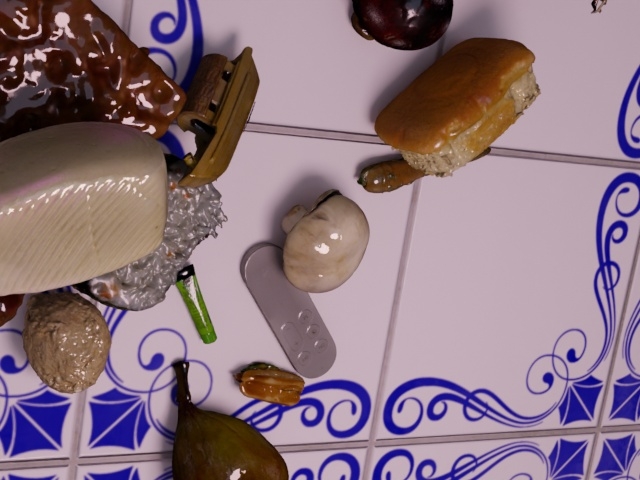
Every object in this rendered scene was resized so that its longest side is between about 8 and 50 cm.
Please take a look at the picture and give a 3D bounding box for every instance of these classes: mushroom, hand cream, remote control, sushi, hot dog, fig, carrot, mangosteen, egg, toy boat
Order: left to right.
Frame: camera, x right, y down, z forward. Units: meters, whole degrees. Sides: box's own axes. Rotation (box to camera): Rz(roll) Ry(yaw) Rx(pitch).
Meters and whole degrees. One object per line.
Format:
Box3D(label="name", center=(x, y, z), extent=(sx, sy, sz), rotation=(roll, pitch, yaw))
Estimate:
Box3D(label="egg", center=(-0.336, 0.133, 1.438), extent=(0.118, 0.116, 0.140), rotation=(-12, 83, -2))
Box3D(label="sushi", center=(-0.239, -0.010, 1.443), extent=(0.225, 0.126, 0.136), rotation=(-48, 121, -10))
Box3D(label="hand cream", center=(-0.179, 0.093, 1.564), extent=(0.036, 0.023, 0.122), rotation=(-23, 113, -9))
Box3D(label="toy boat", center=(-0.142, -0.165, 1.430), extent=(0.088, 0.068, 0.226), rotation=(32, 56, -21))
Box3D(label="fig", center=(-0.153, 0.302, 1.586), extent=(0.170, 0.145, 0.274), rotation=(-28, 99, -25))
Box3D(label="hot dog", center=(-0.077, 0.217, 1.651), extent=(0.133, 0.041, 0.056), rotation=(18, 96, -39))
Box3D(label="remote control", center=(-0.047, 0.109, 1.642), extent=(0.077, 0.022, 0.245), rotation=(-36, 119, -17))
Box3D(label="mushroom", center=(0.000, 0.000, 1.586), extent=(0.154, 0.122, 0.154), rotation=(-48, 157, -27))
Box3D(label="mangosteen", center=(0.109, -0.333, 1.537), extent=(0.152, 0.152, 0.153), rotation=(-8, 108, -26))
Box3D(label="carrot", center=(0.166, -0.116, 1.684), extent=(0.254, 0.049, 0.049), rotation=(-16, 112, -29))

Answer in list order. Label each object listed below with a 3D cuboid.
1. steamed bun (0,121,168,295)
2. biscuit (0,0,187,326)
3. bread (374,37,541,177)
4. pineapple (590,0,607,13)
Box3D(label="steamed bun", center=(-0.293, -0.047, 1.205), extent=(0.238, 0.153, 0.170), rotation=(-14, 138, -20))
Box3D(label="biscuit", center=(-0.399, -0.141, 1.291), extent=(0.395, 0.166, 0.342), rotation=(-50, 126, -7))
Box3D(label="bread", center=(0.203, -0.198, 1.599), extent=(0.245, 0.174, 0.121), rotation=(-39, 115, -14))
Box3D(label="pineapple", center=(0.328, -0.494, 1.484), extent=(0.300, 0.352, 0.352), rotation=(1, 104, -28))
